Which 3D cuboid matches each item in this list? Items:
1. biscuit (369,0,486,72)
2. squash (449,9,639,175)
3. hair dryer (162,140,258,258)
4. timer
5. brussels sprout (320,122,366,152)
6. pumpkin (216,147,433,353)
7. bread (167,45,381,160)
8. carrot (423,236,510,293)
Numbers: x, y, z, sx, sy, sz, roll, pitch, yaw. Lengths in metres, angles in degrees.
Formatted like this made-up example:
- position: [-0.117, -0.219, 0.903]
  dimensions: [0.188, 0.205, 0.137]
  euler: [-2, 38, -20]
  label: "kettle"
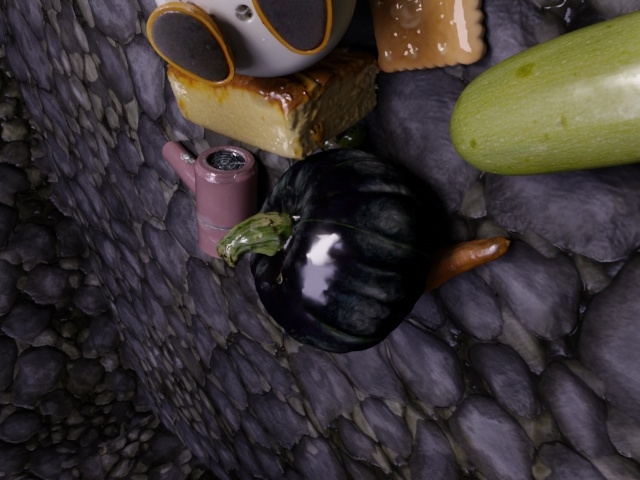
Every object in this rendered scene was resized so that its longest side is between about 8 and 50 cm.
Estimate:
- position: [0.107, -0.324, 0.607]
  dimensions: [0.160, 0.030, 0.249]
  euler: [14, 124, 46]
  label: "biscuit"
- position: [0.228, -0.126, 0.515]
  dimensions: [0.247, 0.133, 0.132]
  euler: [-5, 110, 52]
  label: "squash"
- position: [-0.261, -0.142, 1.139]
  dimensions: [0.352, 0.125, 0.210]
  euler: [43, 142, 34]
  label: "hair dryer"
- position: [-0.070, -0.312, 0.590]
  dimensions: [0.234, 0.239, 0.233]
  euler: [5, 147, 3]
  label: "timer"
- position: [0.034, -0.153, 0.811]
  dimensions: [0.083, 0.046, 0.050]
  euler: [8, 127, 48]
  label: "brussels sprout"
- position: [0.000, 0.000, 0.751]
  dimensions: [0.296, 0.296, 0.295]
  euler: [31, 136, 35]
  label: "pumpkin"
- position: [-0.073, -0.227, 0.772]
  dimensions: [0.275, 0.185, 0.114]
  euler: [28, 143, 36]
  label: "bread"
- position: [0.185, 0.035, 0.759]
  dimensions: [0.210, 0.061, 0.061]
  euler: [-31, 89, 50]
  label: "carrot"
